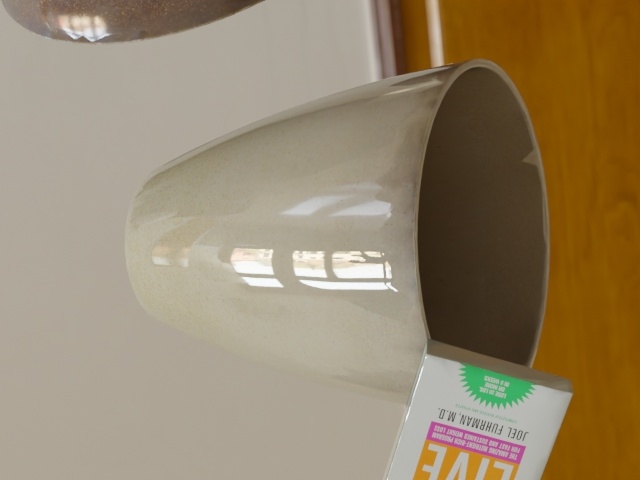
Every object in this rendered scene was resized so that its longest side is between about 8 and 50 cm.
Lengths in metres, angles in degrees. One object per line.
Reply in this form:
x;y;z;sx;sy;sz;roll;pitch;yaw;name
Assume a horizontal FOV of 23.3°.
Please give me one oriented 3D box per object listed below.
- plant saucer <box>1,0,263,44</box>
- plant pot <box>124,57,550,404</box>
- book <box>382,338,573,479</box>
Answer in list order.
-0.101;-0.256;1.141;0.310;0.050;0.310;-12;-139;11;plant saucer
0.000;0.000;1.165;0.274;0.256;0.256;-1;-167;27;plant pot
0.095;0.142;1.003;0.096;0.144;0.035;15;-157;1;book
